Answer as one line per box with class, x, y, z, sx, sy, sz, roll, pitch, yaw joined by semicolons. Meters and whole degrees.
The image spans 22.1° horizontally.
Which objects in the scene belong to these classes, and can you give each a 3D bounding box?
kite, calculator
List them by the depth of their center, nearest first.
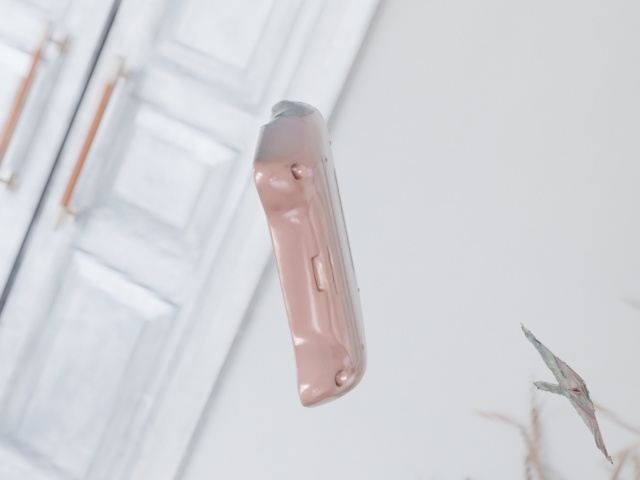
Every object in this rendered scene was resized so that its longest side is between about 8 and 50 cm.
calculator;0.000;0.000;1.234;0.048;0.220;0.330;-12;9;5
kite;0.199;0.125;1.335;0.137;0.005;0.152;58;-8;7
